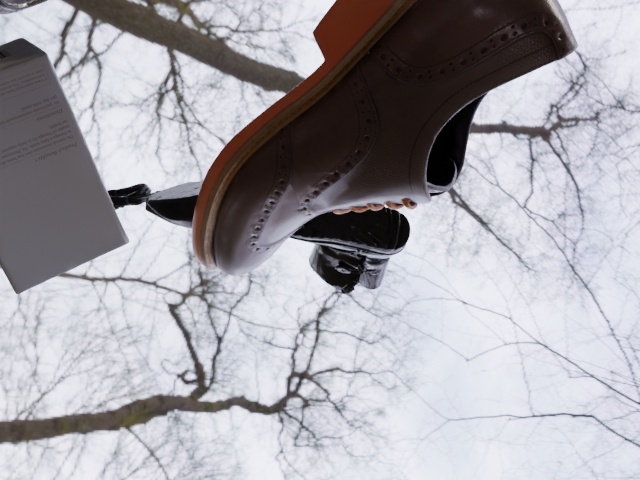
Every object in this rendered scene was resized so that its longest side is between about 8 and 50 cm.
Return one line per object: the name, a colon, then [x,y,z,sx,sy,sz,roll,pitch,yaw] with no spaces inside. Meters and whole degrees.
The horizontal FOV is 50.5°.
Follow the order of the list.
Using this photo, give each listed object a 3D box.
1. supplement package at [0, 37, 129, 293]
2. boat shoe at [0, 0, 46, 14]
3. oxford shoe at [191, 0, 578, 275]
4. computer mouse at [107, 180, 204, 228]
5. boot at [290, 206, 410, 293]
supplement package: [-0.256,-0.065,0.580,0.105,0.179,0.105,-28,-146,-22]
boat shoe: [-0.246,-0.354,0.735,0.096,0.112,0.335,18,-125,13]
oxford shoe: [0.019,-0.057,0.499,0.132,0.130,0.363,47,-47,3]
computer mouse: [-0.167,-0.033,0.696,0.242,0.071,0.041,4,-67,44]
boot: [0.000,0.000,1.041,0.207,0.247,0.094,113,-9,-65]
